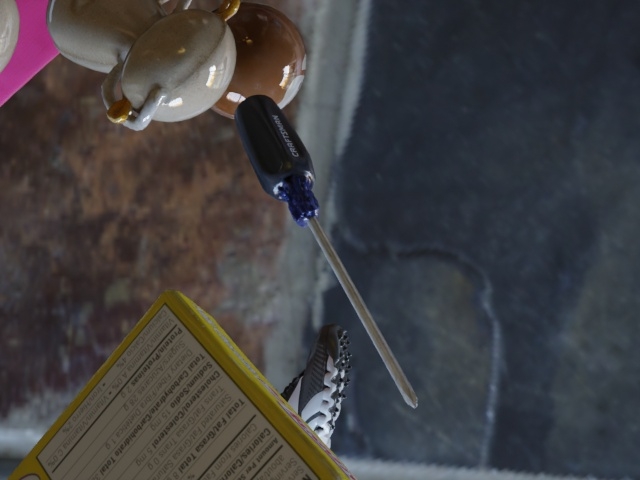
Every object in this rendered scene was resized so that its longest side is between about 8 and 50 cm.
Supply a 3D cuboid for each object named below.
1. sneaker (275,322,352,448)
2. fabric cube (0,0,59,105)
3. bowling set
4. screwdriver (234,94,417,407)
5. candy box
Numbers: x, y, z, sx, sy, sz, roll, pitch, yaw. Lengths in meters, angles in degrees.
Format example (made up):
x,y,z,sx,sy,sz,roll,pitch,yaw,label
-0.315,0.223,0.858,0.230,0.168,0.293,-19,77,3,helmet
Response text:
x,y,z,sx,sy,sz,roll,pitch,yaw,label
-0.030,0.201,1.966,0.106,0.078,0.234,13,109,8,sneaker
-0.312,-0.326,1.688,0.254,0.259,0.258,42,142,-14,fabric cube
-0.038,-0.125,0.679,0.287,0.154,0.200,-50,124,-5,bowling set
0.000,0.000,0.645,0.024,0.170,0.025,-41,133,14,screwdriver
-0.079,0.119,0.476,0.206,0.105,0.027,-50,134,3,candy box
